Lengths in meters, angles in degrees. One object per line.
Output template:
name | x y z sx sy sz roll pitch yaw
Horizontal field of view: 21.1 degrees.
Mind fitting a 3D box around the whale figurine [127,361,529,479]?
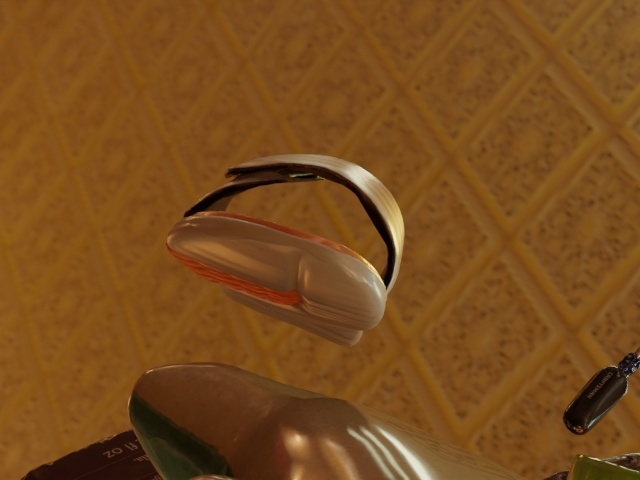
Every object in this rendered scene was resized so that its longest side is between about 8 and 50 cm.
whale figurine | 0.019 0.136 0.583 0.272 0.216 0.141 32 -81 50

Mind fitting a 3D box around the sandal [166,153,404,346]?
sandal | -0.010 -0.004 0.828 0.265 0.102 0.076 93 18 -83

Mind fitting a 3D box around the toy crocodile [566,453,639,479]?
toy crocodile | 0.165 0.175 0.825 0.340 0.105 0.115 11 -98 61

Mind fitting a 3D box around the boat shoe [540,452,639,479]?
boat shoe | 0.136 0.227 1.220 0.285 0.103 0.092 -20 -149 -9

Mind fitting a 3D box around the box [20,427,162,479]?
box | -0.065 0.231 1.079 0.203 0.168 0.167 24 -62 37

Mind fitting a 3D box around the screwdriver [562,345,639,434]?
screwdriver | 0.208 0.066 1.089 0.170 0.024 0.025 -40 -158 -29
